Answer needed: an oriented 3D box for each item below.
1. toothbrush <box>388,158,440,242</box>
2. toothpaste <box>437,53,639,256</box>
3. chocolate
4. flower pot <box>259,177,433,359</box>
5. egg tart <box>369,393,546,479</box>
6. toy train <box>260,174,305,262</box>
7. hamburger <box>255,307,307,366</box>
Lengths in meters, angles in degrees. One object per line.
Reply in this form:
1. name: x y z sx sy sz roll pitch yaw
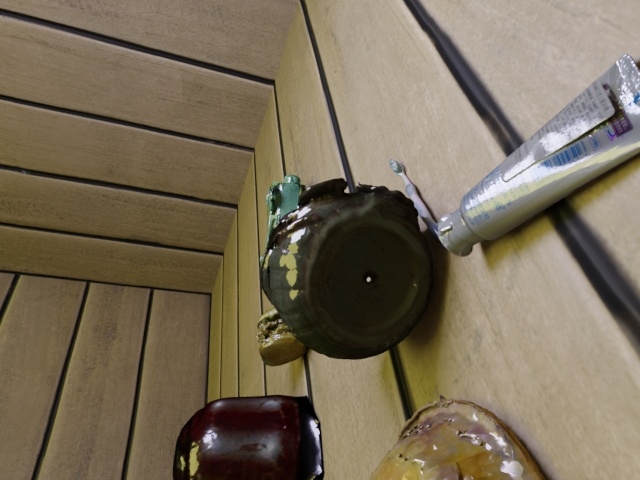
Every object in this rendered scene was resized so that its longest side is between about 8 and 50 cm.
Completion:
1. toothbrush: 0.175 -0.082 0.892 0.021 0.027 0.269 -55 30 27
2. toothpaste: 0.262 -0.078 0.586 0.299 0.073 0.114 -47 37 47
3. chocolate: -0.209 0.577 1.254 0.383 0.331 0.383 -169 90 -70
4. flower pot: 0.043 0.042 0.827 0.213 0.302 0.302 177 102 -72
5. egg tart: 0.142 0.375 0.599 0.352 0.150 0.352 -168 90 -69
6. toy train: -0.120 -0.021 1.563 0.237 0.150 0.369 151 126 -77
7. hamburger: -0.107 0.275 1.379 0.185 0.159 0.131 79 177 -48
